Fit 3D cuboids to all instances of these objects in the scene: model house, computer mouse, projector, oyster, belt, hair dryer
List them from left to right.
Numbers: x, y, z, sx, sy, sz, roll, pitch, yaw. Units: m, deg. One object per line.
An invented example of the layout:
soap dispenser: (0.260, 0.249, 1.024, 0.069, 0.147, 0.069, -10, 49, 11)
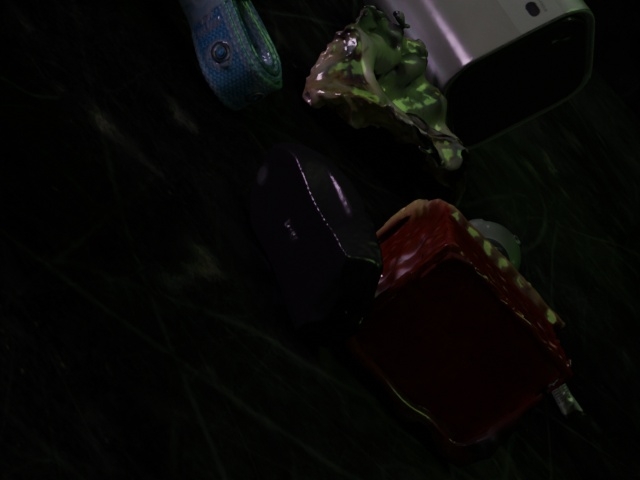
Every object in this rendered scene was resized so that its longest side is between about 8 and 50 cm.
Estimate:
belt: (-0.127, -0.288, 1.904, 0.087, 0.072, 0.302, -6, 72, -63)
computer mouse: (0.000, 0.000, 1.667, 0.073, 0.122, 0.217, 7, 43, -32)
oyster: (0.095, -0.172, 2.236, 0.351, 0.115, 0.238, 8, 54, -57)
model house: (0.137, 0.073, 1.784, 0.196, 0.160, 0.254, 45, 18, -14)
projector: (0.224, -0.313, 2.508, 0.249, 0.249, 0.248, 60, -7, 25)
hair dryer: (0.240, 0.075, 2.193, 0.267, 0.092, 0.229, 59, 9, -20)
